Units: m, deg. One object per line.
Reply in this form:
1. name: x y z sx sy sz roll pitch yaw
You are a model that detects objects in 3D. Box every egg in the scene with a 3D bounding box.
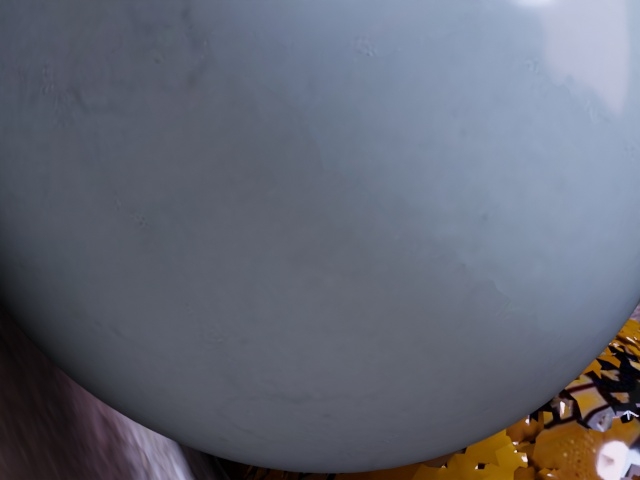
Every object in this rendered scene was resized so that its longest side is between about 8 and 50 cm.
1. egg: -0.011 -0.049 0.455 0.183 0.183 0.264 66 -7 -30

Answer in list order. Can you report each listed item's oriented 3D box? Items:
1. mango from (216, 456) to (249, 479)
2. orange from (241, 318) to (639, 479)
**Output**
1. mango: -0.018 0.080 0.778 0.077 0.063 0.127 -65 144 -52
2. orange: 0.072 0.134 0.542 0.234 0.182 0.234 60 7 -13
